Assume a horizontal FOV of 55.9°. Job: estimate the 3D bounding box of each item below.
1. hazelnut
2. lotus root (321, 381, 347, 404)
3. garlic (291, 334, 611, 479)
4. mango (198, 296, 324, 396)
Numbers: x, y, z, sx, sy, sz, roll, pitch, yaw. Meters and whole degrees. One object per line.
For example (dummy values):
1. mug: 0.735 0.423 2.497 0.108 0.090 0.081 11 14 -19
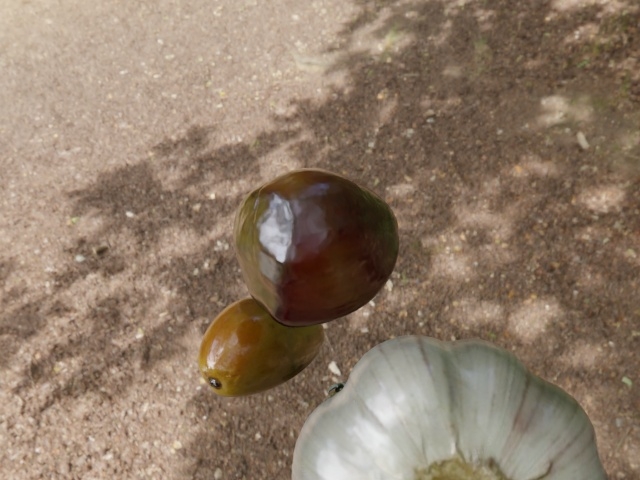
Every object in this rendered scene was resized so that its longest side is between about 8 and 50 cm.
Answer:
1. hazelnut: 0.000 0.000 0.738 0.208 0.208 0.208 -3 42 2
2. lotus root: 0.043 0.374 1.271 0.088 0.088 0.165 -7 52 -2
3. garlic: 0.107 0.193 0.500 0.245 0.245 0.253 -1 -3 10
4. mango: -0.079 0.150 0.910 0.113 0.139 0.253 -18 -6 37
